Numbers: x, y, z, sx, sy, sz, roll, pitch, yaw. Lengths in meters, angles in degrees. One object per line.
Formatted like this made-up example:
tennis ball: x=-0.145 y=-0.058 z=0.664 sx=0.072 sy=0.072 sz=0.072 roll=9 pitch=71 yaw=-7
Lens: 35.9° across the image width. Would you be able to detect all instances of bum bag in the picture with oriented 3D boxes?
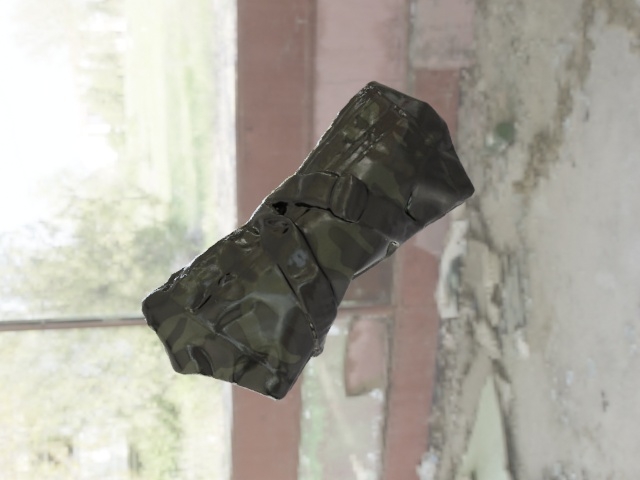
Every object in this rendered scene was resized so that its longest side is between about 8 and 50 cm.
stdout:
bum bag: x=0.000 y=0.000 z=0.875 sx=0.144 sy=0.340 sz=0.095 roll=43 pitch=162 yaw=6
